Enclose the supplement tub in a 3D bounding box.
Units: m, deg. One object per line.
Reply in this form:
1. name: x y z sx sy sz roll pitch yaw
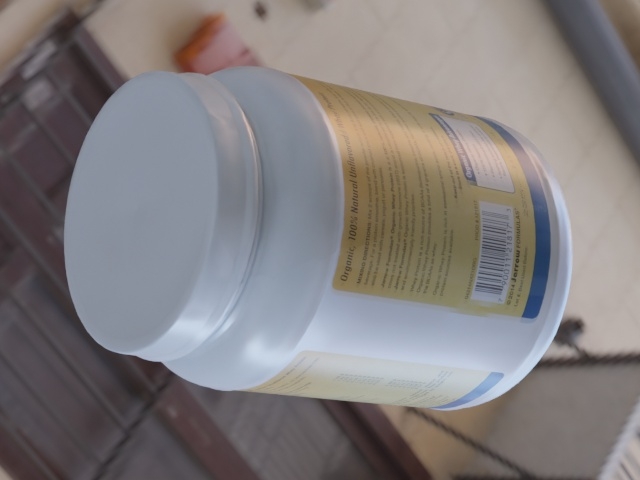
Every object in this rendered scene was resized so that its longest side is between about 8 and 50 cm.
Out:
1. supplement tub: 0.000 0.000 0.805 0.144 0.200 0.144 -15 -109 50
